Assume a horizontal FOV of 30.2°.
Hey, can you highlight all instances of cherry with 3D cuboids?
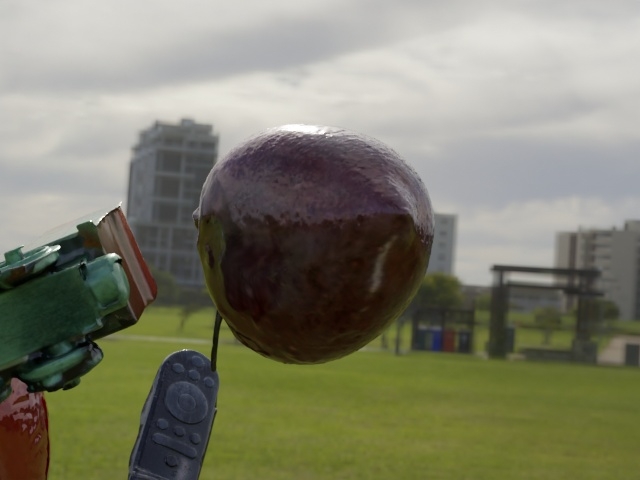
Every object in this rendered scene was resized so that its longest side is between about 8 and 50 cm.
[{"bbox_3d":[0.000,0.000,0.929,0.175,0.192,0.250,9,-15,-27],"label":"cherry"}]

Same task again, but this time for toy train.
[{"bbox_3d":[-0.170,0.045,0.581,0.176,0.074,0.118,-22,11,4],"label":"toy train"}]

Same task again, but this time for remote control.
[{"bbox_3d":[-0.181,0.249,1.414,0.090,0.266,0.066,23,-47,-12],"label":"remote control"}]

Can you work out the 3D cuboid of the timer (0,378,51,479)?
[{"bbox_3d":[-0.393,0.181,0.928,0.279,0.378,0.378,12,3,38],"label":"timer"}]
